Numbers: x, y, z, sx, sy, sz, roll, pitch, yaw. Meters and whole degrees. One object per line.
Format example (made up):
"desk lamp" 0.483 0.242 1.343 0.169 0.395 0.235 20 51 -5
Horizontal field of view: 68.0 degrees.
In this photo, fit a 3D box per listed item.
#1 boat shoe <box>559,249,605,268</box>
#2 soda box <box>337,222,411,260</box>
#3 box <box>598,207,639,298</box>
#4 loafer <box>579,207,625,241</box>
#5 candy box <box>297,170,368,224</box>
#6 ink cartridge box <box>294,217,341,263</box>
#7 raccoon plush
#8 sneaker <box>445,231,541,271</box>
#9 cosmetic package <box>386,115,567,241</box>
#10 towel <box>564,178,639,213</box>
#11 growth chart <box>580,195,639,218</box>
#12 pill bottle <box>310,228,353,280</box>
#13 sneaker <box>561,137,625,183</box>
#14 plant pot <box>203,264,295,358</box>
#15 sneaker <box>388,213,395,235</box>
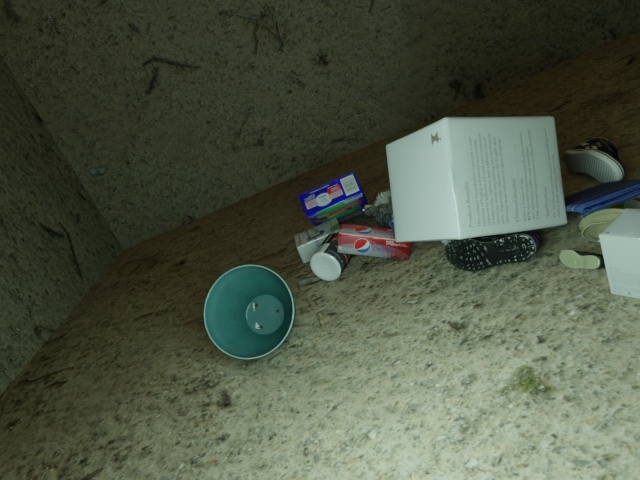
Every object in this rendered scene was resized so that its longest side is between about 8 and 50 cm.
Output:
"boat shoe" 0.706 0.052 1.280 0.042 0.049 0.133 -1 6 -20
"soda box" 0.197 0.004 1.739 0.263 0.083 0.092 6 27 7
"box" 0.741 0.030 1.109 0.130 0.170 0.091 -35 23 -24
"loafer" 0.819 -0.025 1.255 0.268 0.102 0.092 -4 49 54
"candy box" 0.073 -0.166 2.158 0.268 0.122 0.317 -23 -14 8
"ink cartridge box" 0.000 0.000 2.088 0.212 0.093 0.154 -24 22 3
"raccoon plush" 0.323 -0.091 1.824 0.299 0.216 0.446 -32 21 19
"sneaker" 0.536 0.029 1.476 0.283 0.107 0.124 -6 8 40
"cosmetic package" 0.459 -0.176 1.442 0.394 0.329 0.327 -6 0 -22
"towel" 0.833 -0.128 1.438 0.243 0.040 0.336 -20 1 6
"growth chart" 0.879 -0.080 1.436 0.172 0.021 0.237 -9 25 38
"pill bottle" 0.063 0.041 1.870 0.130 0.130 0.245 -11 25 31
"sneaker" 0.990 -0.291 1.672 0.127 0.126 0.321 -27 19 8
"plant pot" -0.208 0.238 1.558 0.290 0.290 0.195 -23 -15 4
"sneaker" 0.279 -0.058 1.724 0.059 0.053 0.144 -40 20 39
